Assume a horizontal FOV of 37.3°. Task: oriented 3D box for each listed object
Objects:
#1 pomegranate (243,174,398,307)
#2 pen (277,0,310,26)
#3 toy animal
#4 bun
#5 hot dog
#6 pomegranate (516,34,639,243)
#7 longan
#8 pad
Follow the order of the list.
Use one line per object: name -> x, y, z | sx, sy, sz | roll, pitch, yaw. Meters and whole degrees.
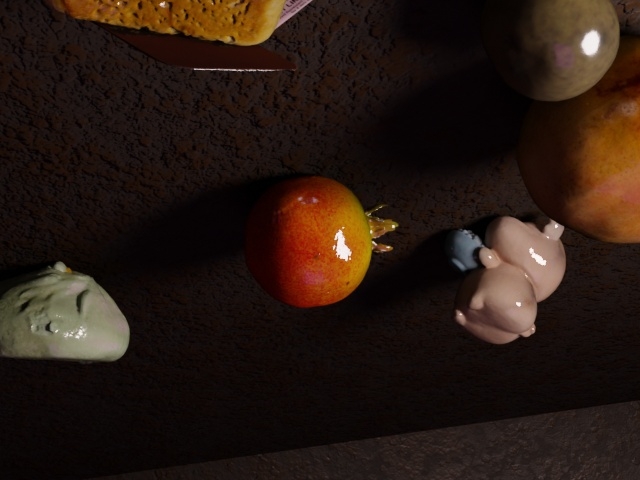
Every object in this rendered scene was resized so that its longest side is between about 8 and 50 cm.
pomegranate -> 0.000, 0.000, 1.564 | 0.257, 0.220, 0.221 | -13, 154, -10
pen -> -0.044, -0.298, 1.161 | 0.197, 0.032, 0.053 | -30, 147, 31
toy animal -> 0.359, 0.076, 1.803 | 0.230, 0.221, 0.210 | -1, 156, -14
bun -> -0.488, 0.129, 1.704 | 0.283, 0.179, 0.283 | 3, 170, 0
hot dog -> -0.162, -0.301, 0.979 | 0.257, 0.153, 0.150 | 4, 144, -25
pomegranate -> 0.425, -0.137, 1.355 | 0.319, 0.319, 0.319 | -8, 153, -4
longan -> 0.285, -0.264, 1.188 | 0.167, 0.167, 0.187 | -27, 138, 30
pad -> -0.163, -0.228, 1.024 | 0.181, 0.267, 0.004 | -8, 122, -44
